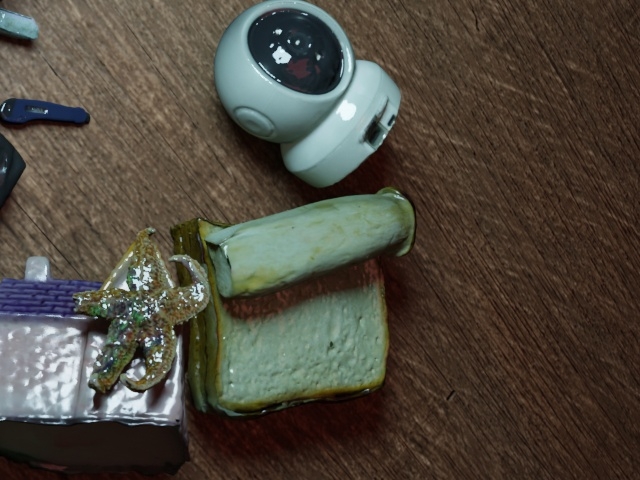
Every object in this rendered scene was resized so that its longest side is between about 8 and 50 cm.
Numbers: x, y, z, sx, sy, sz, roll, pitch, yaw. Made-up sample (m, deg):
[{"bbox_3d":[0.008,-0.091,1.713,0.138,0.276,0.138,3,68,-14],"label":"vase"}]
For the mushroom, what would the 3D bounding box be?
[{"bbox_3d":[0.000,0.000,1.409,0.312,0.081,0.100,-15,86,-33],"label":"mushroom"}]

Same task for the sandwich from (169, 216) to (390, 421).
[{"bbox_3d":[-0.045,0.098,1.477,0.301,0.099,0.271,-4,92,-36],"label":"sandwich"}]

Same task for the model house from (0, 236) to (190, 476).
[{"bbox_3d":[-0.266,0.138,1.288,0.237,0.202,0.237,1,63,0],"label":"model house"}]

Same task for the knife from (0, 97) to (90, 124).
[{"bbox_3d":[-0.334,-0.154,1.320,0.121,0.018,0.031,2,83,-36],"label":"knife"}]

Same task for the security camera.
[{"bbox_3d":[-0.033,-0.207,1.433,0.236,0.194,0.194,40,69,-23],"label":"security camera"}]

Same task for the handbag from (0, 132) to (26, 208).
[{"bbox_3d":[-0.453,-0.050,1.162,0.247,0.080,0.223,-63,148,-16],"label":"handbag"}]

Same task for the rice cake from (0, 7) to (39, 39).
[{"bbox_3d":[-0.426,-0.270,1.245,0.207,0.033,0.033,12,83,-35],"label":"rice cake"}]

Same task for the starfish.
[{"bbox_3d":[-0.198,0.077,1.192,0.150,0.053,0.210,6,58,-16],"label":"starfish"}]
